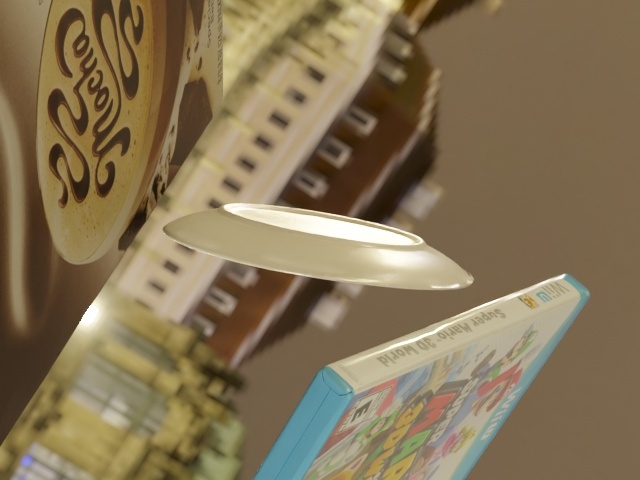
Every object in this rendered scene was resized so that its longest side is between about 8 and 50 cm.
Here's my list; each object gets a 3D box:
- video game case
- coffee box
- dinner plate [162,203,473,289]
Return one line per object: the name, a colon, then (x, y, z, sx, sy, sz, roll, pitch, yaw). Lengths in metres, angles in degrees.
video game case: (0.023, 0.073, 0.606, 0.166, 0.015, 0.119, -16, 141, -56)
coffee box: (-0.130, -0.056, 0.601, 0.297, 0.118, 0.168, -64, 160, -54)
dinner plate: (0.000, 0.000, 0.798, 0.141, 0.141, 0.017, -129, -130, -80)
